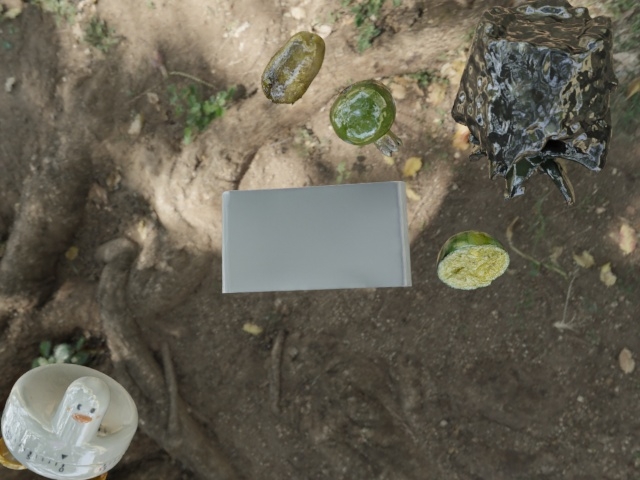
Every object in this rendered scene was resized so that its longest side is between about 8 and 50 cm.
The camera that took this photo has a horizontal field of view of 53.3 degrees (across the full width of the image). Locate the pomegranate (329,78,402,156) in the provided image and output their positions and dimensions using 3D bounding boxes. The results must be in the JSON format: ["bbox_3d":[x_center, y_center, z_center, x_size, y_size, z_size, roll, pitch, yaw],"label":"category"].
[{"bbox_3d":[0.123,-0.308,1.631,0.210,0.179,0.179,51,133,7],"label":"pomegranate"}]

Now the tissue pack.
[{"bbox_3d":[0.000,0.000,0.881,0.246,0.159,0.136,-2,87,8],"label":"tissue pack"}]

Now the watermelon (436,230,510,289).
[{"bbox_3d":[0.219,0.022,0.931,0.105,0.062,0.105,0,142,0],"label":"watermelon"}]

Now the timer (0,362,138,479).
[{"bbox_3d":[-0.440,0.306,1.147,0.233,0.233,0.240,34,106,18],"label":"timer"}]

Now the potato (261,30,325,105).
[{"bbox_3d":[-0.027,-0.169,0.629,0.083,0.051,0.040,-50,63,32],"label":"potato"}]

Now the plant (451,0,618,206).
[{"bbox_3d":[0.289,-0.179,0.887,0.199,0.188,0.276,-120,14,-45],"label":"plant"}]
